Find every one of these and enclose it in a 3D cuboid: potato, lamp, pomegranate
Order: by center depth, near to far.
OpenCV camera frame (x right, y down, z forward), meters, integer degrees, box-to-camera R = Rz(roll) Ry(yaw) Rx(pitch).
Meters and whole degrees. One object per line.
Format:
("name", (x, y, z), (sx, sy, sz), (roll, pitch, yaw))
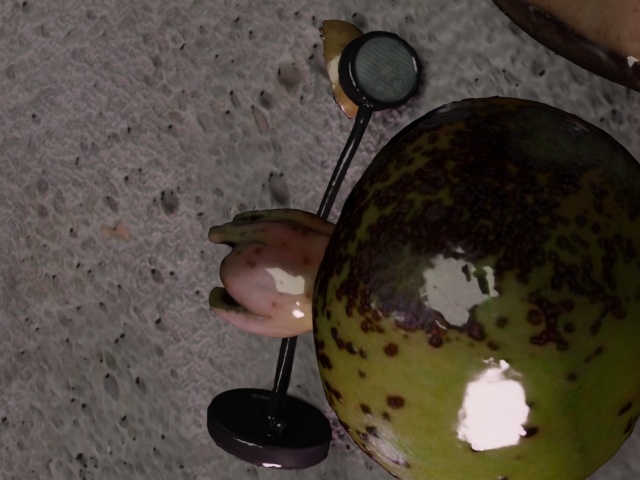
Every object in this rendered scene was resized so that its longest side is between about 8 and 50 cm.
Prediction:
("pomegranate", (0.071, 0.031, 0.810), (0.341, 0.285, 0.285), (10, 91, 21))
("lamp", (-0.013, 0.004, 0.971), (0.108, 0.130, 0.371), (174, 105, -70))
("potato", (0.026, -0.157, 0.988), (0.036, 0.037, 0.093), (-16, 78, 22))

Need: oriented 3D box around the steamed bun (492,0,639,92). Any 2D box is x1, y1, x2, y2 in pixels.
("steamed bun", (0.253, -0.238, 0.789), (0.301, 0.199, 0.251), (51, 126, 33))
